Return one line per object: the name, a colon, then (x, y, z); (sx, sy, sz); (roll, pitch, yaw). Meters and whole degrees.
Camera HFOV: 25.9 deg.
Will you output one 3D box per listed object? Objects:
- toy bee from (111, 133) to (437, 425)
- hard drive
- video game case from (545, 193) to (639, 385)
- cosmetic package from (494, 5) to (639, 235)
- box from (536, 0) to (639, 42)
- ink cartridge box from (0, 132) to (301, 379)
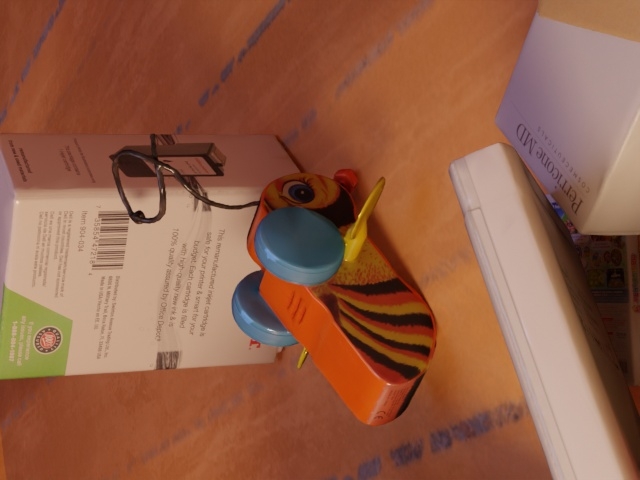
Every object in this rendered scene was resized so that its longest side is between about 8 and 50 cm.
toy bee: (0.000, 0.000, 1.114); (0.298, 0.162, 0.195); (57, 140, 5)
hard drive: (0.153, 0.117, 0.743); (0.203, 0.040, 0.307); (36, -145, -66)
video game case: (0.172, 0.029, 0.882); (0.087, 0.011, 0.122); (176, 91, -65)
cosmetic package: (0.185, -0.124, 0.756); (0.117, 0.086, 0.231); (60, 142, 44)
box: (0.170, -0.194, 0.661); (0.164, 0.021, 0.201); (34, 122, 58)
ink cartridge box: (-0.164, 0.012, 1.277); (0.114, 0.273, 0.198); (-123, 39, -50)
